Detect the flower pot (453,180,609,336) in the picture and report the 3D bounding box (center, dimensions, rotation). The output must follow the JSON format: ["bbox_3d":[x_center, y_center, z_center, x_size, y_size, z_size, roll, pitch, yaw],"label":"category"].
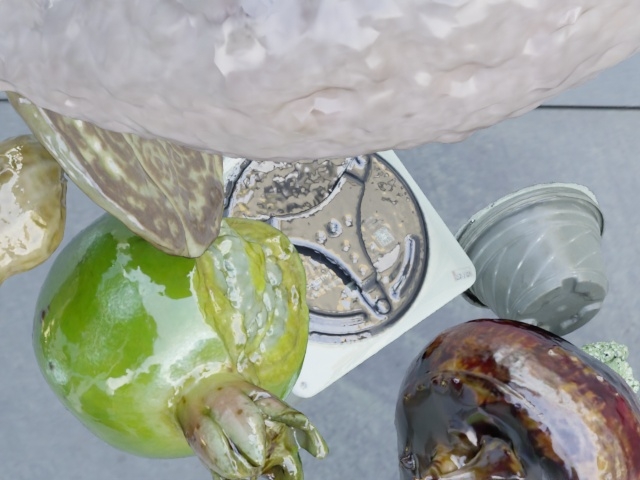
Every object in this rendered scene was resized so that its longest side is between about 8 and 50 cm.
[{"bbox_3d":[0.297,0.044,1.794,0.235,0.235,0.141,-39,48,22],"label":"flower pot"}]

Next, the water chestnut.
[{"bbox_3d":[0.205,0.263,1.543,0.350,0.302,0.351,22,123,38],"label":"water chestnut"}]

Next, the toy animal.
[{"bbox_3d":[0.016,-0.147,0.564,0.358,0.188,0.227,-14,54,2],"label":"toy animal"}]

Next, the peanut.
[{"bbox_3d":[-0.256,0.005,1.024,0.089,0.089,0.193,31,78,15],"label":"peanut"}]

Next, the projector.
[{"bbox_3d":[0.000,0.000,1.382,0.259,0.257,0.079,55,153,5],"label":"projector"}]

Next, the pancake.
[{"bbox_3d":[-0.149,-0.101,1.005,0.031,0.250,0.250,-31,86,24],"label":"pancake"}]

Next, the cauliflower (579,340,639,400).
[{"bbox_3d":[0.410,0.289,1.755,0.275,0.250,0.272,29,72,-18],"label":"cauliflower"}]

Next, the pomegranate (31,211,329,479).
[{"bbox_3d":[-0.105,0.099,1.090,0.236,0.236,0.302,-52,46,20],"label":"pomegranate"}]
